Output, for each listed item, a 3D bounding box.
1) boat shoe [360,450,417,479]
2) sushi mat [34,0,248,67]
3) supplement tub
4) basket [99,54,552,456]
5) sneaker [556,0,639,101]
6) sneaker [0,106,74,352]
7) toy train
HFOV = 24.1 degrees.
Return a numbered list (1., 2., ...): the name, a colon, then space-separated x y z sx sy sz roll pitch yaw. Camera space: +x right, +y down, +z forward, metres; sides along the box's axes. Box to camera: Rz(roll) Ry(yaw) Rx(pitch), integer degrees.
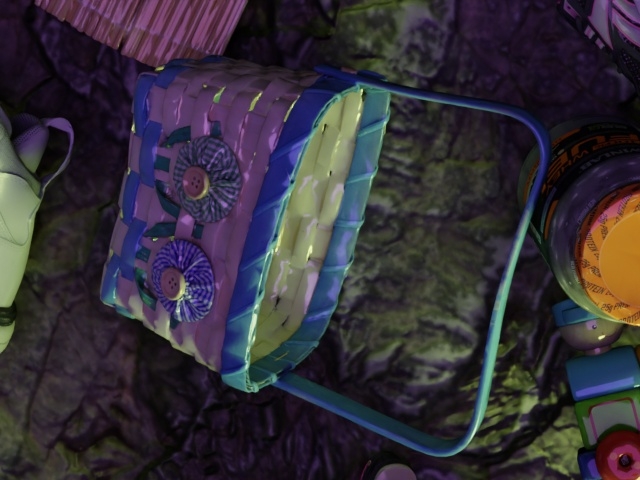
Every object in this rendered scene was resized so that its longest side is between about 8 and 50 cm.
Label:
1. boat shoe: 0.051 0.232 1.187 0.049 0.042 0.133 2 103 -13
2. sushi mat: -0.086 -0.282 1.107 0.151 0.019 0.316 27 105 0
3. supplement tub: 0.205 -0.014 1.029 0.117 0.190 0.117 -1 105 -2
4. basket: 0.000 0.000 1.060 0.289 0.201 0.254 16 107 13
5. sneaker: 0.211 -0.164 1.075 0.077 0.072 0.178 -15 92 23
6. sneaker: -0.366 -0.063 1.104 0.366 0.137 0.210 23 100 -21
7. toy train: 0.299 0.087 1.099 0.248 0.105 0.143 -15 85 10
